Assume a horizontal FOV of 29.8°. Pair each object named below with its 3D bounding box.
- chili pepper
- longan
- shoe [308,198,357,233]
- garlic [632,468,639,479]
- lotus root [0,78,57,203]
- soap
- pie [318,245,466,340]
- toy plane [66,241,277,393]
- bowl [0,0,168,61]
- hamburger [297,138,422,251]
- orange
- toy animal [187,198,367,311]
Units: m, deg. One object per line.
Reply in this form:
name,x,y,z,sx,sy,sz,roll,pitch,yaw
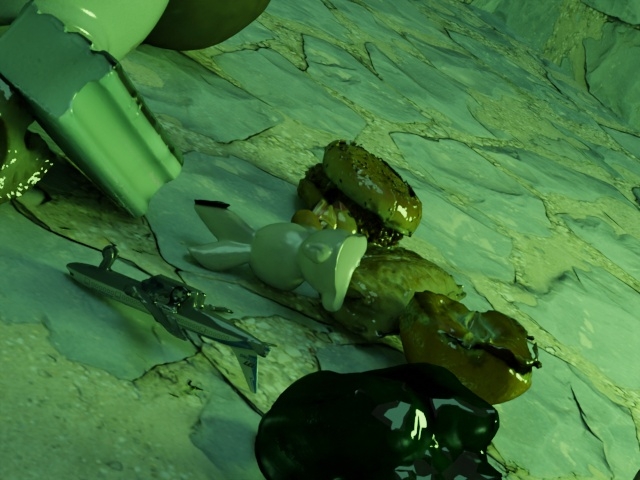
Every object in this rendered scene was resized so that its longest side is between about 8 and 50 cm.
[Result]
chili pepper,0.030,0.185,1.007,0.174,0.261,0.165,-12,86,-39
longan,-0.215,-0.448,1.889,0.319,0.319,0.319,26,22,-11
shoe,-0.002,0.003,1.477,0.069,0.072,0.109,42,40,-6
garlic,0.410,0.292,1.117,0.317,0.259,0.317,27,48,-34
lotus root,-0.427,-0.153,1.197,0.314,0.142,0.210,38,-16,10
soap,-0.251,-0.134,1.279,0.150,0.094,0.261,35,-11,23
pie,0.094,0.058,1.486,0.128,0.068,0.282,34,19,19
toy plane,-0.144,0.066,1.173,0.226,0.058,0.226,32,6,4
bowl,-0.341,-0.281,1.362,0.434,0.435,0.196,11,61,-39
hamburger,0.058,-0.062,1.641,0.177,0.113,0.185,33,22,11
orange,0.163,0.128,1.361,0.160,0.112,0.170,9,11,-34
toy animal,-0.047,-0.001,1.369,0.181,0.131,0.127,9,-24,27
